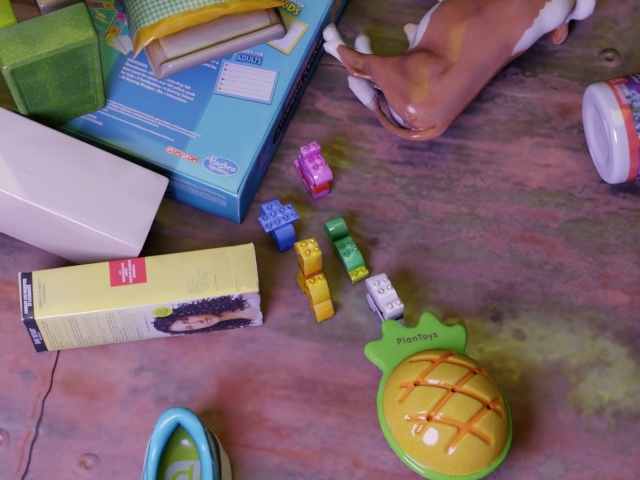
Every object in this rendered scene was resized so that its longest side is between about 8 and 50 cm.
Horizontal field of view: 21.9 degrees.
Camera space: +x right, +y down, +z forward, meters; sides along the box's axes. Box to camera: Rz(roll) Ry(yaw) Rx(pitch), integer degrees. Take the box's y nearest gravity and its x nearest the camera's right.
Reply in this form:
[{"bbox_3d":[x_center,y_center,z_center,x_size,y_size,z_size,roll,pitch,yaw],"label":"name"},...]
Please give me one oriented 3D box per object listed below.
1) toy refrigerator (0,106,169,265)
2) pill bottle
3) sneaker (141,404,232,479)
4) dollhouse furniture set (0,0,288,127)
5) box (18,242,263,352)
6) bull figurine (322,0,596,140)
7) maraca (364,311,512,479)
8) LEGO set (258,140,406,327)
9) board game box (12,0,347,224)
[{"bbox_3d":[-0.296,-0.064,1.653,0.270,0.102,0.094,22,65,-7],"label":"toy refrigerator"},{"bbox_3d":[0.377,-0.130,1.709,0.194,0.108,0.108,-13,63,-6],"label":"pill bottle"},{"bbox_3d":[-0.134,0.283,1.509,0.107,0.110,0.275,-4,63,0],"label":"sneaker"},{"bbox_3d":[-0.196,-0.265,1.659,0.302,0.151,0.197,-20,69,-9],"label":"dollhouse furniture set"},{"bbox_3d":[-0.175,0.058,1.640,0.232,0.087,0.058,-7,63,-1],"label":"box"},{"bbox_3d":[0.153,-0.232,1.774,0.188,0.101,0.310,33,62,25],"label":"bull figurine"},{"bbox_3d":[0.111,0.148,1.578,0.127,0.099,0.185,-8,56,-18],"label":"maraca"},{"bbox_3d":[0.000,0.000,1.660,0.087,0.093,0.227,-24,65,-11],"label":"LEGO set"},{"bbox_3d":[-0.134,-0.215,1.765,0.254,0.079,0.336,22,69,8],"label":"board game box"}]
